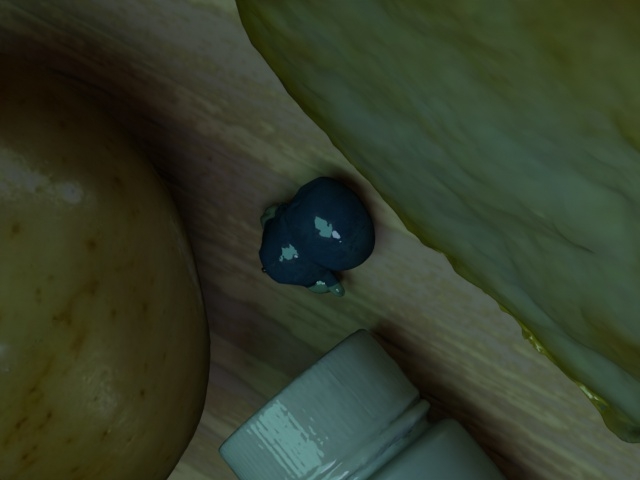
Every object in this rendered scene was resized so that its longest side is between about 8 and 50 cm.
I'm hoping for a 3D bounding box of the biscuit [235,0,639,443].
[{"bbox_3d":[0.131,-0.061,0.938,0.446,0.104,0.429,43,163,-3],"label":"biscuit"}]

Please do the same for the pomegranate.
[{"bbox_3d":[-0.263,0.070,1.199,0.411,0.411,0.411,13,115,29],"label":"pomegranate"}]

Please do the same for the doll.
[{"bbox_3d":[0.000,0.000,1.209,0.083,0.050,0.076,-37,91,35],"label":"doll"}]

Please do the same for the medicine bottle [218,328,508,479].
[{"bbox_3d":[0.060,0.188,1.187,0.252,0.144,0.144,52,127,3],"label":"medicine bottle"}]
